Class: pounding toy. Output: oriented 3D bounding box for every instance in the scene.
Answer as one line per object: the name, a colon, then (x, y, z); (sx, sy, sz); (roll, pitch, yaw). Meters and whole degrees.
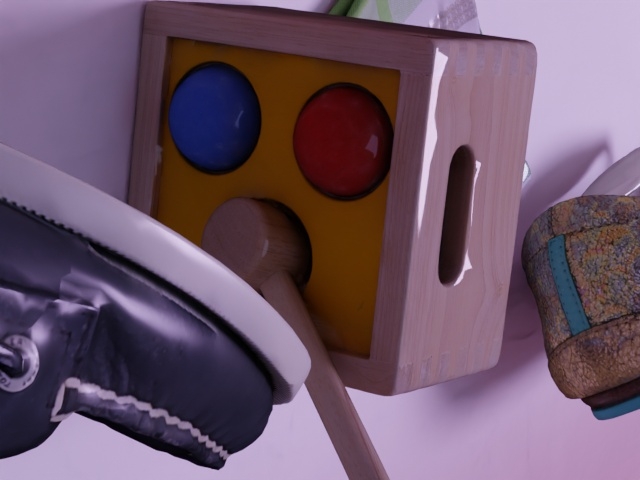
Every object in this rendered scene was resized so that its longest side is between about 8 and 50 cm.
pounding toy: (0.000, 0.000, 0.589); (0.100, 0.130, 0.141); (-7, 106, -57)

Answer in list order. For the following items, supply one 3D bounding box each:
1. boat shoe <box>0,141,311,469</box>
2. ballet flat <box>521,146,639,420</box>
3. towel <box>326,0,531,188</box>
boat shoe: (-0.128, 0.013, 0.397); (0.340, 0.127, 0.113); (36, 71, -54)
ballet flat: (0.203, -0.001, 0.944); (0.348, 0.123, 0.123); (-15, 113, -57)
towel: (0.042, -0.048, 0.742); (0.113, 0.023, 0.152); (-56, 142, -33)
